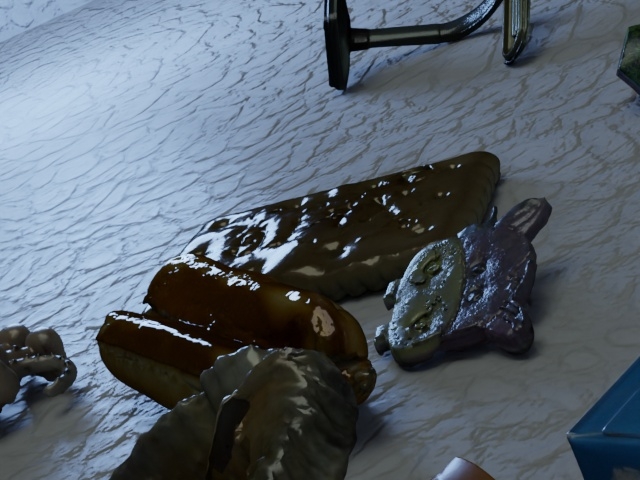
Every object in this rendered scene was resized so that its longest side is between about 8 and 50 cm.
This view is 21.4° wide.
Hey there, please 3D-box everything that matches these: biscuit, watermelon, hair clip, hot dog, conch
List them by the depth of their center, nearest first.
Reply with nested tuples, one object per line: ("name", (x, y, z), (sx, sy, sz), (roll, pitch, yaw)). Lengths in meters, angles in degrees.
("conch", (-0.043, 0.236, 0.777), (0.297, 0.210, 0.352), (3, 59, 55))
("hot dog", (-0.064, 0.091, 1.323), (0.135, 0.100, 0.337), (-41, 25, -21))
("hair clip", (0.114, 0.034, 1.336), (0.146, 0.056, 0.187), (-20, 23, 29))
("biscuit", (0.000, 0.000, 1.555), (0.325, 0.044, 0.217), (-13, 21, 25))
("watermelon", (0.324, -0.157, 1.598), (0.084, 0.072, 0.092), (-8, 61, 7))

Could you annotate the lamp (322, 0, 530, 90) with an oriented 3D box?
("lamp", (0.126, -0.239, 1.956), (0.283, 0.124, 0.203), (-13, 43, 18))

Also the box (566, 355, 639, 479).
("box", (0.208, 0.132, 0.795), (0.073, 0.194, 0.139), (0, 31, 45))

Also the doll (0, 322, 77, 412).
("doll", (-0.345, 0.148, 1.475), (0.278, 0.119, 0.154), (-25, 19, -33))

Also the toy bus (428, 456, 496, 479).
("toy bus", (0.064, 0.188, 0.957), (0.194, 0.088, 0.083), (-30, 21, -16))
